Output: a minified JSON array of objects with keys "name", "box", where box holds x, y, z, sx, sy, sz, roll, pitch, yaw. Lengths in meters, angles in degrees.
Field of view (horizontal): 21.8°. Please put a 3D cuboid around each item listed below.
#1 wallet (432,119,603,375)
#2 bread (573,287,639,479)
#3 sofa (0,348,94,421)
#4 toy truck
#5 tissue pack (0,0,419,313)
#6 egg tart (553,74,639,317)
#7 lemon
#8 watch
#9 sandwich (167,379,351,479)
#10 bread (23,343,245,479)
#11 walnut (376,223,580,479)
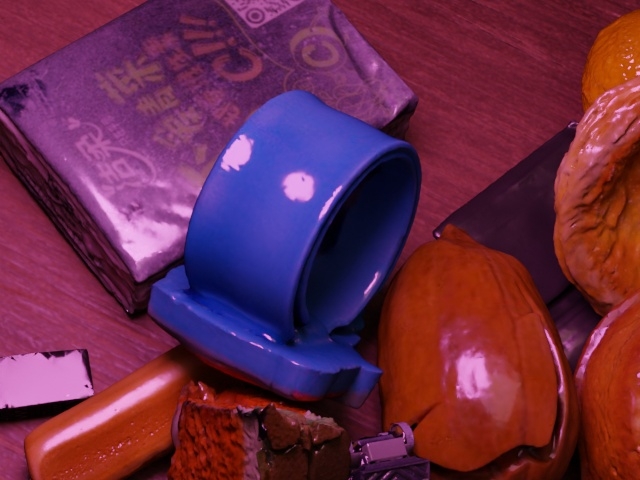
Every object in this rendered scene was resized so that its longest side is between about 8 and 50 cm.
[{"name":"wallet","box":[0.315,0.041,1.863,0.247,0.041,0.323,-37,79,-25]},{"name":"bread","box":[0.406,0.186,1.701,0.312,0.172,0.312,1,86,-8]},{"name":"sofa","box":[-0.294,0.149,1.701,0.118,0.039,0.060,-6,65,-14]},{"name":"toy truck","box":[0.032,0.243,1.621,0.083,0.192,0.092,-6,69,-28]},{"name":"tissue pack","box":[-0.131,-0.138,1.833,0.394,0.124,0.288,-34,71,-23]},{"name":"egg tart","box":[0.386,-0.052,1.793,0.319,0.319,0.128,3,23,-9]},{"name":"lemon","box":[0.385,-0.179,1.910,0.180,0.180,0.193,43,24,13]},{"name":"watch","box":[0.000,0.000,1.664,0.241,0.274,0.305,27,17,20]},{"name":"sandwich","box":[-0.072,0.246,1.596,0.109,0.292,0.212,-8,23,-33]},{"name":"bread","box":[-0.192,0.183,1.679,0.239,0.074,0.092,-29,106,-22]},{"name":"walnut","box":[0.155,0.123,1.708,0.209,0.209,0.336,0,55,-10]}]
